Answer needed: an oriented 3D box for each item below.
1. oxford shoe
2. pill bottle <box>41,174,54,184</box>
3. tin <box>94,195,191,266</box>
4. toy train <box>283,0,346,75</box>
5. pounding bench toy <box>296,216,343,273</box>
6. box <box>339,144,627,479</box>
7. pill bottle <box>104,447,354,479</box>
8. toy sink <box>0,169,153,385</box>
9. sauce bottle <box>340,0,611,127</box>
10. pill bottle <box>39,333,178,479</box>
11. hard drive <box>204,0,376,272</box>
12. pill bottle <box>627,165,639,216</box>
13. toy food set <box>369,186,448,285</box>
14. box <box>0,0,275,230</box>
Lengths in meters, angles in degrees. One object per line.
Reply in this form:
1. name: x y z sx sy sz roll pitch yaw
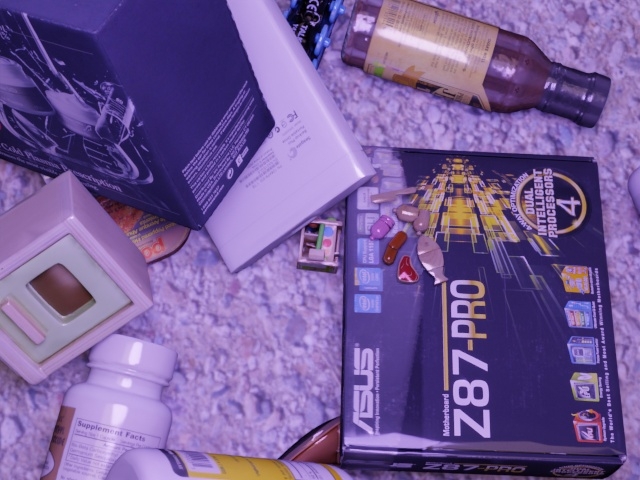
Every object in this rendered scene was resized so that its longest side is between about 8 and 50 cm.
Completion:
1. oxford shoe: 0.028 0.247 1.266 0.212 0.076 0.076 -30 86 -10
2. pill bottle: -0.298 -0.105 1.330 0.116 0.065 0.065 -31 81 -9
3. tin: -0.253 -0.007 1.326 0.190 0.040 0.106 -24 76 -7
4. toy train: -0.025 -0.256 1.355 0.080 0.105 0.184 20 78 -1
5. pounding bench toy: 0.000 0.000 1.311 0.052 0.083 0.065 7 78 -1
6. box: 0.184 0.080 1.261 0.319 0.097 0.394 3 65 0
7. pill bottle: -0.064 0.332 1.137 0.334 0.188 0.187 12 76 -28
8. toy sink: -0.334 0.060 1.203 0.234 0.131 0.152 -32 122 4
9. sauce bottle: 0.200 -0.229 1.356 0.345 0.111 0.111 19 77 3
10. pill bottle: -0.245 0.230 1.226 0.131 0.131 0.229 14 77 0
11. hard drive: -0.109 -0.169 1.299 0.233 0.047 0.353 -35 80 30
12. pill bottle: 0.554 0.059 1.251 0.229 0.229 0.407 -22 80 -7
13. toy food set: 0.098 0.001 1.233 0.078 0.019 0.122 -11 73 -7
14. box: -0.268 -0.211 1.160 0.343 0.312 0.179 19 61 27
